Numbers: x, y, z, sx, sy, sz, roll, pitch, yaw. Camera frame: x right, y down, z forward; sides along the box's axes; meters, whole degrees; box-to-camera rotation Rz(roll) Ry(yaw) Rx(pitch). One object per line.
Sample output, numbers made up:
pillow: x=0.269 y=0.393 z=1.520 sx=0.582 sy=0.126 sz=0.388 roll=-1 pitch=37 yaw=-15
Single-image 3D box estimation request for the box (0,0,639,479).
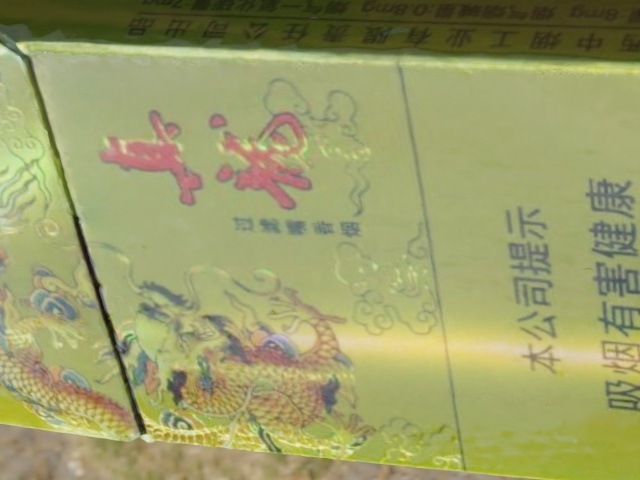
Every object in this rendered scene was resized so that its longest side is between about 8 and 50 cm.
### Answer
box: x=0.000 y=0.000 z=0.589 sx=0.311 sy=0.043 sz=0.173 roll=4 pitch=131 yaw=19
